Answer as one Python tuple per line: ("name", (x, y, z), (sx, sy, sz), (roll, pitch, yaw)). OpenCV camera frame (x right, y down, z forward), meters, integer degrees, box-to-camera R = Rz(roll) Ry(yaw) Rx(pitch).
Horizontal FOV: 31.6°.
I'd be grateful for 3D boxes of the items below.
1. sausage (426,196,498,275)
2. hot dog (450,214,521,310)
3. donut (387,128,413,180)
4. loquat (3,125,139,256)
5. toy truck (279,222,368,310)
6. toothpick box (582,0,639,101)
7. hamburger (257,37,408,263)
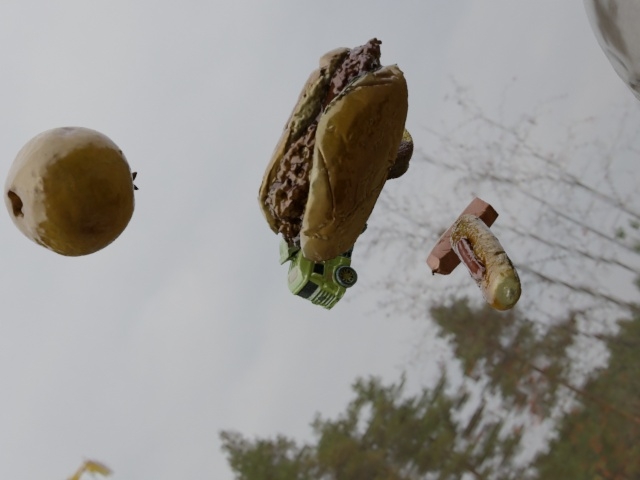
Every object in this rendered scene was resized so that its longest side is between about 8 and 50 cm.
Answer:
("sausage", (0.256, 0.002, 2.086), (0.169, 0.065, 0.065), (-49, -19, -7))
("hot dog", (0.200, 0.019, 1.416), (0.215, 0.047, 0.066), (-108, 28, -65))
("donut", (0.093, -0.160, 1.902), (0.140, 0.140, 0.059), (-42, -16, -47))
("loquat", (-0.391, -0.080, 1.782), (0.208, 0.208, 0.208), (-52, -19, -27))
("toy truck", (0.000, 0.000, 1.725), (0.085, 0.116, 0.191), (131, 154, -59))
("toothpick box", (0.519, -0.252, 1.162), (0.409, 0.425, 0.409), (-44, 18, 18))
("hamburger", (0.012, -0.121, 1.583), (0.245, 0.155, 0.282), (-43, -32, -50))
